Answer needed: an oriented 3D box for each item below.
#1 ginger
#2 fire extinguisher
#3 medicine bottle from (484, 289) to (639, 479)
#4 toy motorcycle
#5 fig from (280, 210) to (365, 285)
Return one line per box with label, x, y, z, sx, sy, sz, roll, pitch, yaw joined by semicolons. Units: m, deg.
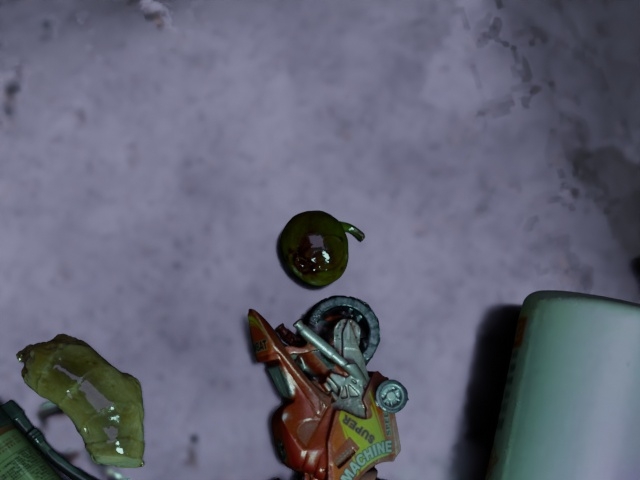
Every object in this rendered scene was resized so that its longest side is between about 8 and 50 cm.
ginger;-0.257;0.177;1.788;0.190;0.069;0.095;43;102;-1
fire extinguisher;-0.267;0.312;1.735;0.200;0.113;0.376;-37;81;-24
medicine bottle;0.292;0.263;1.763;0.219;0.219;0.388;12;82;-5
toy motorcycle;0.012;0.211;1.802;0.171;0.089;0.298;-10;86;-12
fig;0.000;0.000;1.840;0.084;0.082;0.098;27;41;11
